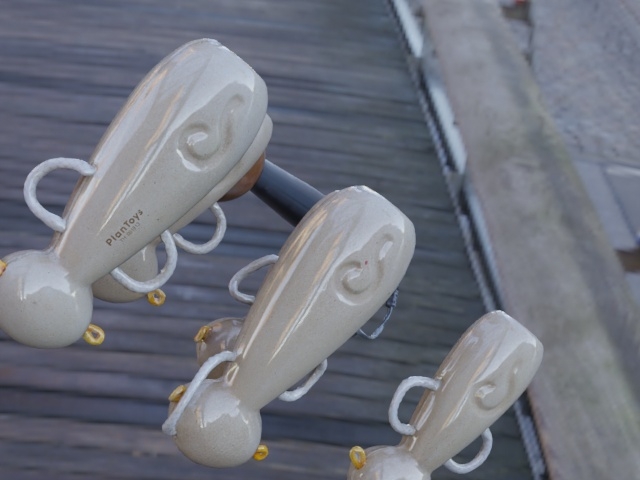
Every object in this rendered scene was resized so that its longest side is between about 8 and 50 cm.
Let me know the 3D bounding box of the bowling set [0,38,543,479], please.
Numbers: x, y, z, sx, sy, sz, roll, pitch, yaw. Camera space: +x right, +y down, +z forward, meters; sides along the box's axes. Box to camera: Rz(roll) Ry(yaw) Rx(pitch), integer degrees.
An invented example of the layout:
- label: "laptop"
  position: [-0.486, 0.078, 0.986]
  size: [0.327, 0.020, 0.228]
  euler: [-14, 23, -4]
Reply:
- label: "bowling set"
  position: [-0.044, 0.023, 0.691]
  size: [0.287, 0.154, 0.200]
  euler: [42, -4, -28]

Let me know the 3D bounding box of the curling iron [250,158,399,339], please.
- label: "curling iron"
  position: [0.000, 0.000, 0.903]
  size: [0.035, 0.068, 0.274]
  euler: [11, -19, 25]
